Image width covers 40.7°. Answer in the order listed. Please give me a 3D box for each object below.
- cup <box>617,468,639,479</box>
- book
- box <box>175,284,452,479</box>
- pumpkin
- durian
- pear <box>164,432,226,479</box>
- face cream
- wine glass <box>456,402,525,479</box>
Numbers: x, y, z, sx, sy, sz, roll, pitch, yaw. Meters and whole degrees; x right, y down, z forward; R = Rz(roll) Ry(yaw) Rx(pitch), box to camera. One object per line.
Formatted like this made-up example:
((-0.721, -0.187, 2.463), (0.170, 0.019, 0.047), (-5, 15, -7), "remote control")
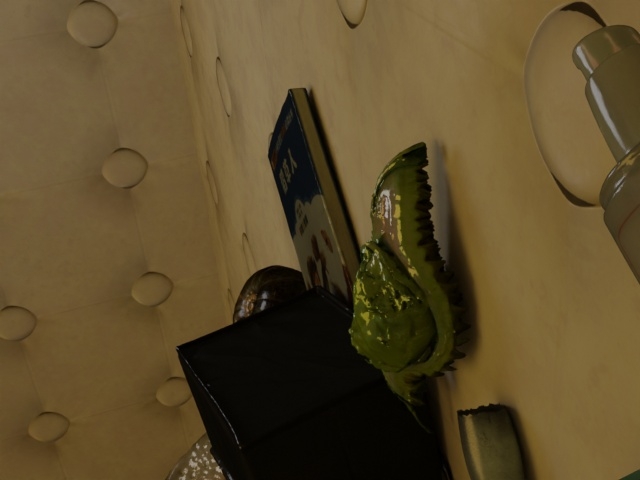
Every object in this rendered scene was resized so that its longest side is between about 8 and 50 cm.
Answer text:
((0.159, 0.251, 0.583), (0.148, 0.235, 0.134), (-168, 67, -78), "cup")
((0.000, 0.000, 1.417), (0.300, 0.039, 0.428), (121, 133, -72), "book")
((-0.022, 0.242, 1.192), (0.345, 0.251, 0.205), (31, 139, 62), "box")
((-0.078, 0.155, 1.657), (0.219, 0.162, 0.219), (-45, 37, 48), "pumpkin")
((0.097, 0.078, 0.947), (0.107, 0.132, 0.375), (-76, -15, -62), "durian")
((-0.073, 0.455, 1.497), (0.340, 0.386, 0.191), (-93, -19, -53), "pear")
((0.199, -0.015, 0.435), (0.101, 0.101, 0.252), (98, 155, -58), "face cream")
((0.187, 0.264, 0.868), (0.066, 0.066, 0.198), (146, 112, -76), "wine glass")
